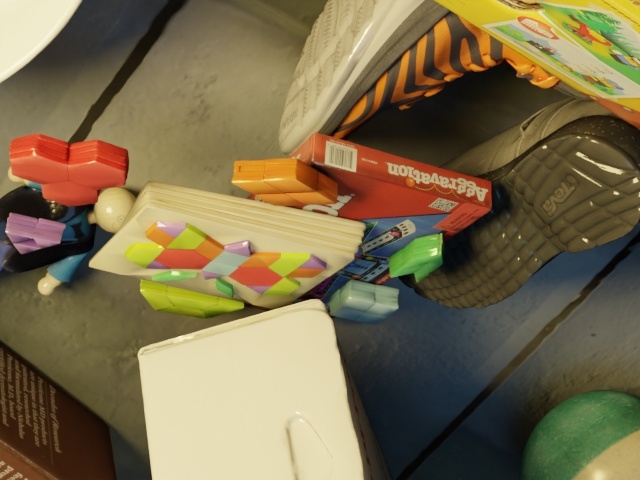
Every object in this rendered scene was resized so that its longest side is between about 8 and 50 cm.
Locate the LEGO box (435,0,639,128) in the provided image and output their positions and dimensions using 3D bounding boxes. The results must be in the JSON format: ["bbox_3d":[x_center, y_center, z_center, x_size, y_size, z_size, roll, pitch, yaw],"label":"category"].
[{"bbox_3d":[0.123,-0.325,0.719,0.500,0.193,0.372,27,88,-24],"label":"LEGO box"}]

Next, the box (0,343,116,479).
[{"bbox_3d":[-0.358,0.151,1.132,0.191,0.143,0.381,-34,126,12],"label":"box"}]

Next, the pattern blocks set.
[{"bbox_3d":[-0.073,0.007,1.039,0.325,0.026,0.285,7,156,-10],"label":"pattern blocks set"}]

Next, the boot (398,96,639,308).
[{"bbox_3d":[0.197,-0.066,1.096,0.223,0.338,0.118,-43,105,-32],"label":"boot"}]

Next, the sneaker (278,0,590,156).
[{"bbox_3d":[0.103,-0.133,0.981,0.180,0.124,0.321,23,143,-19],"label":"sneaker"}]

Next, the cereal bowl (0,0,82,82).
[{"bbox_3d":[-0.297,-0.247,0.830,0.339,0.141,0.339,-7,129,-9],"label":"cereal bowl"}]

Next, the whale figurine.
[{"bbox_3d":[0.310,0.222,1.386,0.272,0.141,0.216,-2,133,-45],"label":"whale figurine"}]

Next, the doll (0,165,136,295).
[{"bbox_3d":[-0.237,-0.002,1.100,0.189,0.046,0.129,-18,129,-8],"label":"doll"}]

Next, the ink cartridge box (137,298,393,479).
[{"bbox_3d":[-0.009,0.277,1.165,0.166,0.285,0.395,-15,144,3],"label":"ink cartridge box"}]

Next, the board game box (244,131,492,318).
[{"bbox_3d":[0.000,0.000,1.081,0.145,0.027,0.281,15,154,-21],"label":"board game box"}]
